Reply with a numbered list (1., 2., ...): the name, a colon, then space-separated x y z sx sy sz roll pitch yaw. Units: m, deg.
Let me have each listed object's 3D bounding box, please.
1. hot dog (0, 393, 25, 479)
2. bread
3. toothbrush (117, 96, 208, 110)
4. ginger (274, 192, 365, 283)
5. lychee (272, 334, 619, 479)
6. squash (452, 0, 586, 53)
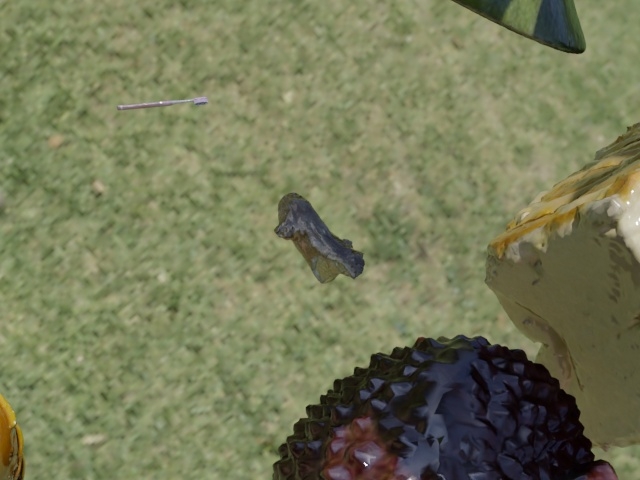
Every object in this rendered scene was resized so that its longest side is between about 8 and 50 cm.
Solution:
1. hot dog: -0.259 0.156 1.018 0.115 0.269 0.072 27 61 0
2. bread: 0.400 0.009 1.482 0.371 0.390 0.279 -33 92 -19
3. toothbrush: -0.167 -0.144 1.546 0.097 0.006 0.008 -6 43 -10
4. ginger: -0.004 0.002 1.487 0.137 0.057 0.044 47 -11 29
5. lychee: 0.107 0.238 1.322 0.306 0.330 0.306 33 52 -54
6. squash: 0.080 -0.153 0.866 0.093 0.169 0.252 46 -11 45
